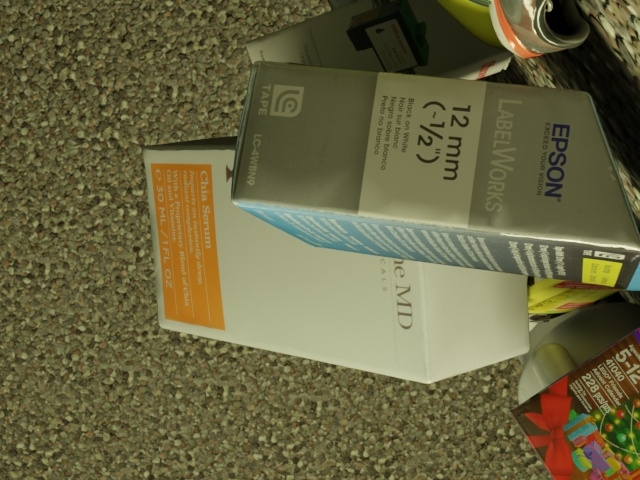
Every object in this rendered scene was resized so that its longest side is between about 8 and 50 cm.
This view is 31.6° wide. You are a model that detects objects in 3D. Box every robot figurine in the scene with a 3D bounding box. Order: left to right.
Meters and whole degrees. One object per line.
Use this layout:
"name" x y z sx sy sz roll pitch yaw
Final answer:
"robot figurine" 0.353 0.209 1.259 0.299 0.200 0.353 25 -158 -32

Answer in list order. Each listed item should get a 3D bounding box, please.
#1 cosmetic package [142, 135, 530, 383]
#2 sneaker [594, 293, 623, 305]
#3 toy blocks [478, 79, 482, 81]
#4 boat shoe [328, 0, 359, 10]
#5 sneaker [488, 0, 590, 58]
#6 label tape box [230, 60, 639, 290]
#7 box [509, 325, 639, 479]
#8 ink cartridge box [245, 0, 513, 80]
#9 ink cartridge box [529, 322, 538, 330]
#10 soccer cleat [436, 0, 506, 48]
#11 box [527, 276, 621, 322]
"cosmetic package" 0.000 0.000 1.236 0.453 0.161 0.230 4 101 48
"sneaker" 0.391 0.143 1.570 0.140 0.125 0.341 60 -178 -12
"toy blocks" 0.095 -0.119 1.407 0.260 0.288 0.309 53 -172 -5
"boat shoe" 0.057 -0.283 1.003 0.335 0.121 0.119 -165 56 -85
"sneaker" 0.123 -0.182 0.693 0.065 0.061 0.158 15 148 55
"label tape box" 0.136 -0.039 0.854 0.249 0.347 0.115 30 -114 -75
"box" 0.329 0.219 0.982 0.293 0.201 0.057 57 -176 18
"ink cartridge box" 0.057 -0.169 1.043 0.160 0.219 0.093 -24 -86 -85
"ink cartridge box" 0.279 0.057 1.524 0.086 0.203 0.148 57 -175 -7
"soccer cleat" 0.039 -0.240 0.762 0.289 0.121 0.093 54 -175 -17
"box" 0.243 0.039 1.176 0.232 0.087 0.058 131 140 -71
